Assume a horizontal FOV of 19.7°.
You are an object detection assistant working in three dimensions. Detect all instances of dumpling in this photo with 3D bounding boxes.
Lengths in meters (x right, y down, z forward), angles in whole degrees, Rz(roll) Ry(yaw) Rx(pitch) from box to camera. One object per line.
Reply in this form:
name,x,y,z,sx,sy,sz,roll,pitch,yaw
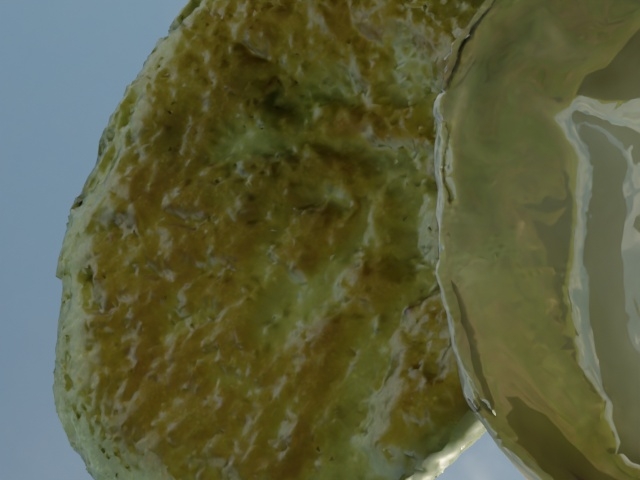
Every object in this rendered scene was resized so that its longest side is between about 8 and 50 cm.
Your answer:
dumpling,0.194,0.031,0.669,0.341,0.260,0.181,53,180,-22

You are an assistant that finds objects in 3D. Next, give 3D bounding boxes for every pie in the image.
pie,0.000,0.000,0.854,0.070,0.323,0.323,32,-155,-49
